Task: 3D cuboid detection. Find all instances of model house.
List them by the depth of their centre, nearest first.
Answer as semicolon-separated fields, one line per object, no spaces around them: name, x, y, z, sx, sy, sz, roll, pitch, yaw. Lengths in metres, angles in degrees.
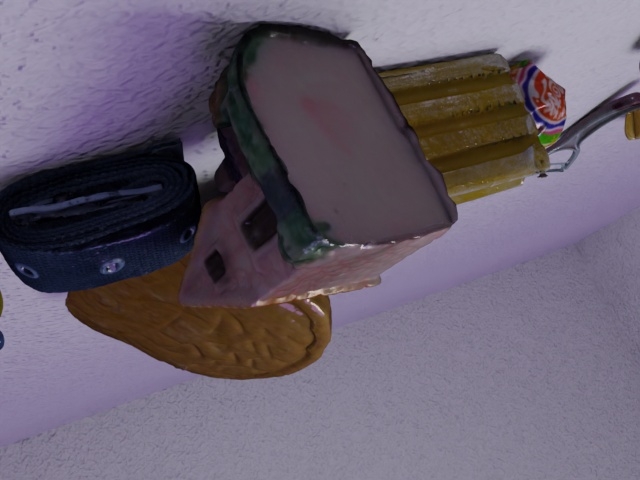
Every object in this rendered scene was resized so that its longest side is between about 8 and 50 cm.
model house;-0.043;-0.046;0.738;0.202;0.237;0.237;-15;161;-44

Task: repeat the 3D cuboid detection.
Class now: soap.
soap;0.131;-0.120;0.895;0.274;0.173;0.089;-15;169;-28

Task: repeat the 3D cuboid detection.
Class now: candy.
candy;0.204;-0.147;1.120;0.124;0.124;0.365;-11;173;-41

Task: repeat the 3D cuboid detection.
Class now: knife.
knife;0.510;-0.210;1.423;0.123;0.053;0.278;-10;162;-28

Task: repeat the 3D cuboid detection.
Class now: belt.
belt;-0.235;-0.013;0.808;0.218;0.122;0.128;-14;151;-15

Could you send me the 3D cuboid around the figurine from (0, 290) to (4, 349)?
figurine;-0.516;0.138;0.922;0.275;0.161;0.158;-27;-158;28

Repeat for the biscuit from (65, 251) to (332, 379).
biscuit;-0.177;0.103;1.050;0.365;0.062;0.385;29;144;-19

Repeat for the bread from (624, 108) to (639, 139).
bread;0.670;-0.236;1.481;0.122;0.073;0.149;-9;-178;33
